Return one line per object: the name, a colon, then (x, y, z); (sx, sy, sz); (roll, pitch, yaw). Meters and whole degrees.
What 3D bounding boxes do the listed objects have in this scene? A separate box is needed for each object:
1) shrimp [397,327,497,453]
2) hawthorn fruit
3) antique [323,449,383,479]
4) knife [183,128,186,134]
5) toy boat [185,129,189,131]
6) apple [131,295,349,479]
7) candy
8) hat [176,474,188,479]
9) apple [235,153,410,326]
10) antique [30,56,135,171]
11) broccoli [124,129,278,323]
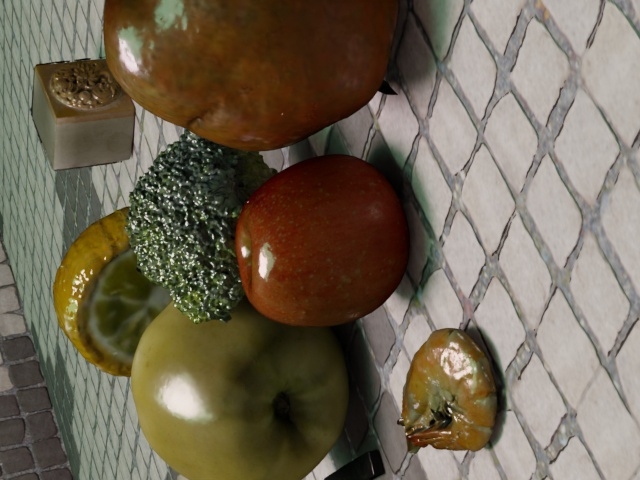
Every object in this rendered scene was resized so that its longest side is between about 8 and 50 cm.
shrimp: (0.120, 0.166, 1.446); (0.217, 0.051, 0.115); (115, 138, -55)
hawthorn fruit: (-0.047, -0.215, 1.414); (0.268, 0.301, 0.268); (-61, 13, 24)
antique: (0.037, 0.284, 1.776); (0.192, 0.015, 0.031); (131, 126, -65)
knife: (-0.181, -0.177, 2.121); (0.044, 0.026, 0.297); (-130, 37, -49)
toy boat: (-0.171, -0.128, 2.038); (0.075, 0.077, 0.185); (-167, 68, -69)
apple: (-0.095, 0.169, 1.737); (0.262, 0.262, 0.262); (169, 90, -70)
candy: (-0.253, 0.072, 2.104); (0.118, 0.260, 0.260); (-137, 40, -55)
hat: (-0.203, 0.497, 2.372); (0.226, 0.164, 0.219); (55, 156, 4)
apple: (0.000, 0.000, 1.514); (0.181, 0.168, 0.181); (171, 90, -76)
antique: (-0.409, -0.226, 2.539); (0.148, 0.146, 0.152); (103, 148, -45)
broccoli: (-0.129, -0.024, 1.662); (0.176, 0.198, 0.226); (41, -170, -8)
